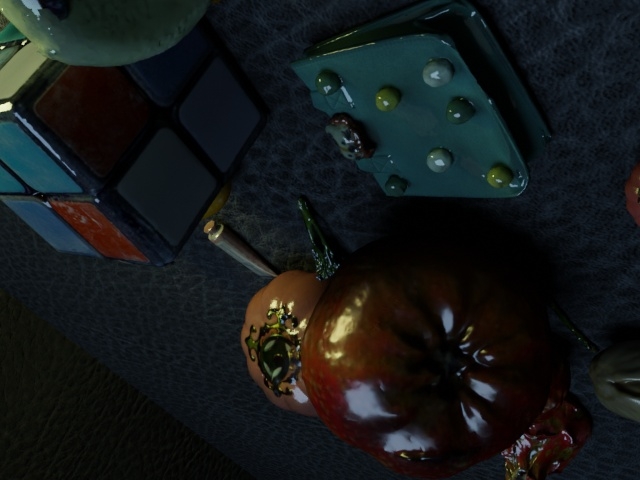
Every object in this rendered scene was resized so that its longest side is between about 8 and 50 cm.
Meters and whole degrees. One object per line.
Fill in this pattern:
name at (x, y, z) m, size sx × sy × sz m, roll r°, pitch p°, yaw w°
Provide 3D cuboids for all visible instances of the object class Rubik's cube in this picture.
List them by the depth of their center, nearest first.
Rubik's cube at (-0.327, -0.179, 1.088) m, size 0.318 × 0.313 × 0.316 m, roll 3°, pitch 142°, yaw 41°

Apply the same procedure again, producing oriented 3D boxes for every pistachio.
pistachio at (0.549, 0.226, 1.157) m, size 0.238 × 0.153 × 0.138 m, roll 3°, pitch 103°, yaw 36°

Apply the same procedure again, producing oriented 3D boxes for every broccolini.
broccolini at (0.002, -0.009, 1.376) m, size 0.074 × 0.058 × 0.201 m, roll -1°, pitch 126°, yaw 22°

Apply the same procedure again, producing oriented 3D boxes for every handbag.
handbag at (0.125, -0.157, 0.940) m, size 0.274 × 0.100 × 0.269 m, roll -2°, pitch 140°, yaw 43°

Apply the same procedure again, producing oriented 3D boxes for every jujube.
jujube at (0.380, 0.267, 1.362) m, size 0.155 × 0.155 × 0.230 m, roll 19°, pitch 159°, yaw 19°

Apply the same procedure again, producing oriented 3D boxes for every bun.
bun at (-0.256, -0.344, 0.805) m, size 0.187 × 0.293 × 0.293 m, roll 25°, pitch 155°, yaw 38°

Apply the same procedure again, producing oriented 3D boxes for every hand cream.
hand cream at (-0.168, 0.028, 1.586) m, size 0.067 × 0.043 × 0.209 m, roll -1°, pitch 145°, yaw 47°

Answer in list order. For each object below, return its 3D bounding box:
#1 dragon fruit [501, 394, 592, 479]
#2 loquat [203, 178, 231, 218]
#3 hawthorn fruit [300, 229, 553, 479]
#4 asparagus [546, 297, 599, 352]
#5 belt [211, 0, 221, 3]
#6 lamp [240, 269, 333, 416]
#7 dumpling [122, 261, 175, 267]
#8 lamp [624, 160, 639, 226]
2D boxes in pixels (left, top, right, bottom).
dragon fruit at (0.461, 0.426, 1.499) m, size 0.134 × 0.211 × 0.262 m, roll 6°, pitch 151°, yaw 49°
loquat at (-0.229, -0.104, 1.322) m, size 0.141 × 0.141 × 0.141 m, roll 22°, pitch 151°, yaw 13°
hawthorn fruit at (0.169, 0.176, 1.199) m, size 0.403 × 0.403 × 0.403 m, roll 22°, pitch 151°, yaw 13°
asparagus at (0.434, 0.152, 1.256) m, size 0.016 × 0.016 × 0.163 m, roll -27°, pitch 120°, yaw 36°
belt at (-0.145, -0.342, 0.951) m, size 0.083 × 0.036 × 0.059 m, roll 4°, pitch 137°, yaw 38°
lamp at (-0.016, 0.209, 1.526) m, size 0.305 × 0.305 × 0.239 m, roll 5°, pitch -171°, yaw 38°
dumpling at (-0.435, -0.032, 1.606) m, size 0.204 × 0.163 × 0.293 m, roll 6°, pitch 156°, yaw 30°
lamp at (0.412, -0.054, 0.853) m, size 0.107 × 0.092 × 0.107 m, roll 21°, pitch 123°, yaw 37°
